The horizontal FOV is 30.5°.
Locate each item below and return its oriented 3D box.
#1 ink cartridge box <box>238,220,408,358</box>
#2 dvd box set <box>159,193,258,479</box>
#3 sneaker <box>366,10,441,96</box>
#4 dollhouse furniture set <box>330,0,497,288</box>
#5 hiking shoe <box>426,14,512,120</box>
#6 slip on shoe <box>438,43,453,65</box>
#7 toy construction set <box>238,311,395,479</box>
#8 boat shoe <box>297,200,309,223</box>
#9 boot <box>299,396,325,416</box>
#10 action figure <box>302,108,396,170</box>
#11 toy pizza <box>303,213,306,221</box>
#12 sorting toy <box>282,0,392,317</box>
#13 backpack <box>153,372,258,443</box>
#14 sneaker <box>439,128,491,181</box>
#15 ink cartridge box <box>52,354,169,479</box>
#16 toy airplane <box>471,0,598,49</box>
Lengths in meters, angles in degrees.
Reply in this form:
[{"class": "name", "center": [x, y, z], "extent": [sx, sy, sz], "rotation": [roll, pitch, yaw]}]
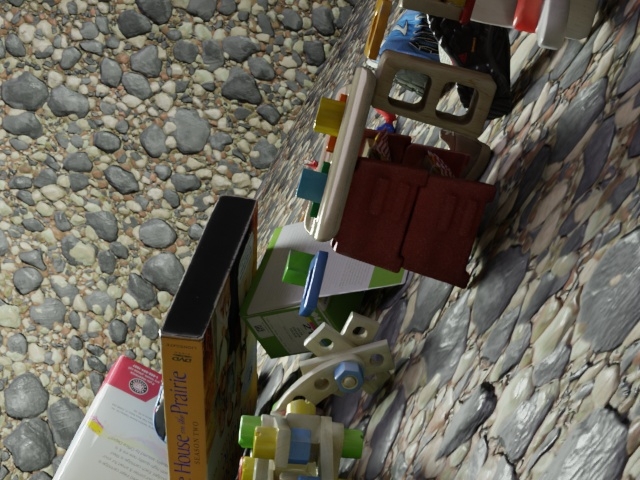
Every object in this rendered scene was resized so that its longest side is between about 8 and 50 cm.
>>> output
[{"class": "ink cartridge box", "center": [0.038, 0.050, 1.622], "extent": [0.255, 0.097, 0.188], "rotation": [-12, 37, 29]}, {"class": "dvd box set", "center": [-0.149, 0.191, 1.658], "extent": [0.307, 0.062, 0.420], "rotation": [-72, -12, -52]}, {"class": "sneaker", "center": [0.166, -0.336, 1.970], "extent": [0.147, 0.130, 0.330], "rotation": [-59, 9, 20]}, {"class": "dollhouse furniture set", "center": [0.126, -0.159, 1.272], "extent": [0.201, 0.152, 0.374], "rotation": [-93, 18, -73]}, {"class": "hiking shoe", "center": [0.186, -0.267, 1.461], "extent": [0.086, 0.226, 0.114], "rotation": [-8, 27, 16]}, {"class": "slip on shoe", "center": [0.258, -0.391, 1.767], "extent": [0.123, 0.101, 0.331], "rotation": [168, 119, -69]}, {"class": "toy construction set", "center": [-0.020, 0.207, 1.218], "extent": [0.327, 0.151, 0.215], "rotation": [-62, -19, -64]}, {"class": "boat shoe", "center": [0.014, -0.085, 2.174], "extent": [0.207, 0.073, 0.073], "rotation": [-51, 15, 43]}, {"class": "boot", "center": [-0.006, 0.207, 1.492], "extent": [0.114, 0.037, 0.106], "rotation": [-149, 76, -84]}, {"class": "action figure", "center": [0.057, -0.171, 2.039], "extent": [0.091, 0.139, 0.280], "rotation": [-57, 12, 26]}, {"class": "toy pizza", "center": [0.000, 0.000, 1.965], "extent": [0.201, 0.032, 0.201], "rotation": [13, -90, -78]}, {"class": "sorting toy", "center": [0.007, -0.093, 1.248], "extent": [0.196, 0.047, 0.347], "rotation": [-156, 80, -85]}, {"class": "backpack", "center": [-0.200, 0.274, 2.000], "extent": [0.117, 0.158, 0.173], "rotation": [137, 151, -87]}, {"class": "sneaker", "center": [0.135, -0.064, 1.471], "extent": [0.188, 0.071, 0.066], "rotation": [-54, 11, 30]}, {"class": "ink cartridge box", "center": [-0.329, 0.391, 2.065], "extent": [0.131, 0.226, 0.306], "rotation": [-49, 14, 52]}, {"class": "toy airplane", "center": [0.254, -0.403, 1.257], "extent": [0.384, 0.272, 0.386], "rotation": [-63, 8, -20]}]
